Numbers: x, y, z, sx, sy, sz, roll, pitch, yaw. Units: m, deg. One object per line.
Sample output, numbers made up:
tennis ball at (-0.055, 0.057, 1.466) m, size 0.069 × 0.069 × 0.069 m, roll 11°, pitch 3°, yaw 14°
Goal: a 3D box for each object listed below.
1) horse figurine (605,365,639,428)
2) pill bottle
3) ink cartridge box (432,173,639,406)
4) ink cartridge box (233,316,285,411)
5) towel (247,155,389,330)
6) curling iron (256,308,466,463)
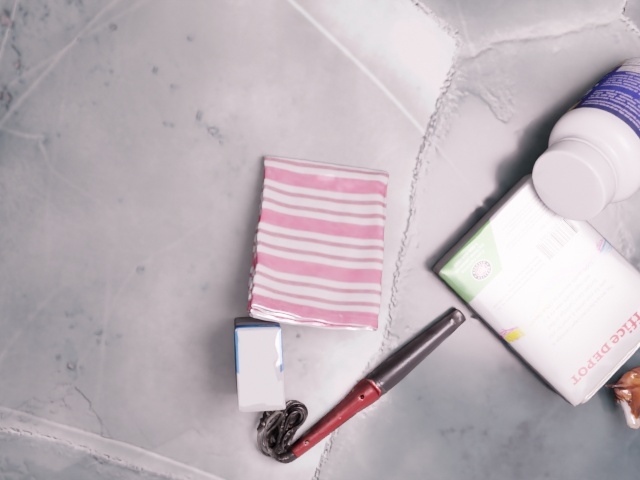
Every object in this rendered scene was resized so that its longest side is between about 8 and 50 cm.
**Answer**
horse figurine at (0.463, 0.180, 1.423) m, size 0.263 × 0.066 × 0.174 m, roll -23°, pitch 97°, yaw 0°
pill bottle at (0.307, -0.104, 1.347) m, size 0.112 × 0.112 × 0.187 m, roll 51°, pitch 54°, yaw -2°
ink cartridge box at (0.252, 0.053, 1.399) m, size 0.212 × 0.093 × 0.154 m, roll 44°, pitch 90°, yaw 0°
ink cartridge box at (-0.067, 0.131, 1.378) m, size 0.052 × 0.122 × 0.088 m, roll -3°, pitch 92°, yaw -5°
towel at (0.000, 0.000, 1.385) m, size 0.144 × 0.029 × 0.197 m, roll 7°, pitch 66°, yaw -4°
curling iron at (0.046, 0.159, 1.418) m, size 0.274 × 0.035 × 0.068 m, roll -32°, pitch 116°, yaw 0°
